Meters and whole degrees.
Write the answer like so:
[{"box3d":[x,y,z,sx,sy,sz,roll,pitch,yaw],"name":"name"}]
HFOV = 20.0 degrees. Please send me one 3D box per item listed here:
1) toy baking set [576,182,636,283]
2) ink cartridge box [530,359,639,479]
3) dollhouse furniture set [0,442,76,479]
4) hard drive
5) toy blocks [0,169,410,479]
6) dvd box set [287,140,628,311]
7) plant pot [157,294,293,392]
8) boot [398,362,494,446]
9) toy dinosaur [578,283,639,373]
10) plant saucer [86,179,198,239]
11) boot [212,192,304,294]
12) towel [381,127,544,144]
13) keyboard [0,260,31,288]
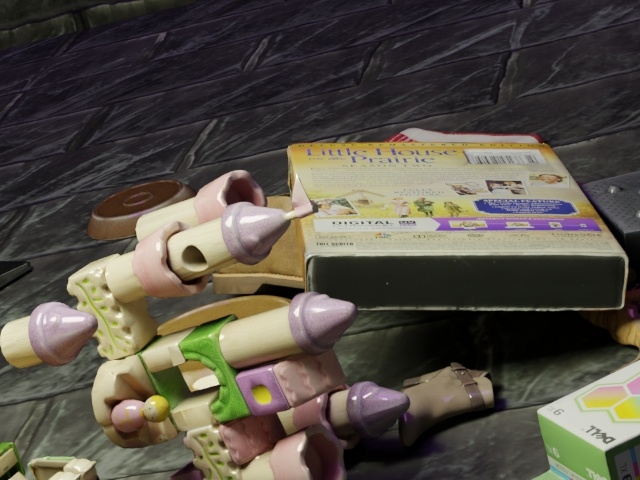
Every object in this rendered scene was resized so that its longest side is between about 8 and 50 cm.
[{"box3d":[0.327,-0.009,1.981,0.197,0.030,0.256,-22,26,-34],"name":"toy baking set"},{"box3d":[0.253,0.163,1.510,0.209,0.062,0.109,-23,21,-17],"name":"ink cartridge box"},{"box3d":[-0.259,0.228,1.725,0.152,0.076,0.058,-3,24,35],"name":"dollhouse furniture set"},{"box3d":[0.414,-0.039,1.907,0.255,0.054,0.172,-12,22,-8],"name":"hard drive"},{"box3d":[-0.069,0.111,1.545,0.260,0.288,0.309,-16,14,35],"name":"toy blocks"},{"box3d":[0.124,-0.023,1.882,0.308,0.062,0.420,0,17,-4],"name":"dvd box set"},{"box3d":[-0.113,0.114,1.987,0.236,0.032,0.236,-15,19,5],"name":"plant pot"},{"box3d":[0.119,0.152,1.689,0.087,0.042,0.118,-4,29,9],"name":"boot"},{"box3d":[0.305,0.080,1.731,0.112,0.064,0.211,-41,15,2],"name":"toy dinosaur"},{"box3d":[-0.253,-0.048,2.552,0.168,0.029,0.168,-14,19,5],"name":"plant saucer"},{"box3d":[0.000,0.000,2.043,0.305,0.115,0.112,-3,-1,35],"name":"boot"},{"box3d":[0.099,-0.073,2.327,0.237,0.037,0.329,6,29,46],"name":"towel"},{"box3d":[-0.489,0.053,2.476,0.180,0.023,0.108,-1,18,39],"name":"keyboard"}]
